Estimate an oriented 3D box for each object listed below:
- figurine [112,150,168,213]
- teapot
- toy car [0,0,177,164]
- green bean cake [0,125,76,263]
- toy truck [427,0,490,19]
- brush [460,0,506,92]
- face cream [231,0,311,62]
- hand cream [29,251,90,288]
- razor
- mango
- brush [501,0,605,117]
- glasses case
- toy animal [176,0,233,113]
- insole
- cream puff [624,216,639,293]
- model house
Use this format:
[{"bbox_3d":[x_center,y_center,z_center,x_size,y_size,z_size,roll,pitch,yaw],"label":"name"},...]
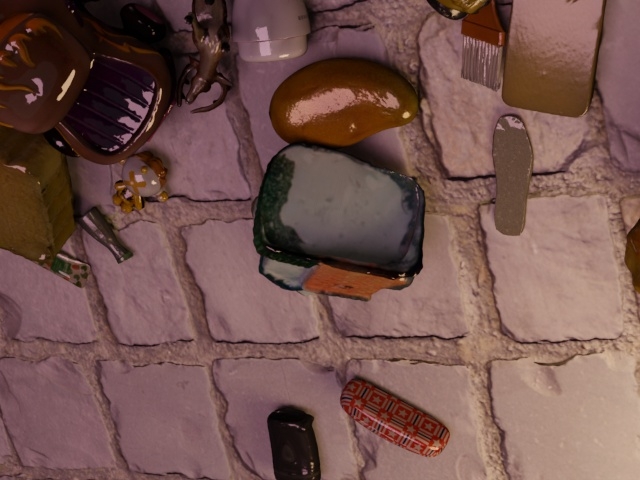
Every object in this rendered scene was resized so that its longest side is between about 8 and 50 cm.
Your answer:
[{"bbox_3d":[-0.311,-0.097,1.968,0.143,0.068,0.101,-12,115,42],"label":"figurine"},{"bbox_3d":[-0.374,-0.006,2.056,0.043,0.043,0.110,-34,100,33],"label":"teapot"},{"bbox_3d":[-0.372,-0.244,1.758,0.341,0.240,0.271,29,107,-24],"label":"toy car"},{"bbox_3d":[-0.537,-0.096,2.003,0.233,0.124,0.236,15,138,14],"label":"green bean cake"},{"bbox_3d":[0.141,-0.401,1.524,0.147,0.165,0.224,-47,60,34],"label":"toy truck"},{"bbox_3d":[0.228,-0.363,1.598,0.090,0.017,0.314,32,127,49],"label":"brush"},{"bbox_3d":[-0.074,-0.316,1.718,0.117,0.117,0.104,0,106,24],"label":"face cream"},{"bbox_3d":[-0.497,0.031,2.138,0.165,0.037,0.057,28,123,2],"label":"hand cream"},{"bbox_3d":[-0.047,0.367,2.087,0.090,0.054,0.148,2,115,23],"label":"razor"},{"bbox_3d":[0.033,-0.203,1.741,0.227,0.099,0.136,-6,108,18],"label":"mango"},{"bbox_3d":[0.318,-0.272,1.598,0.123,0.059,0.197,11,120,16],"label":"brush"},{"bbox_3d":[0.120,0.303,1.969,0.194,0.073,0.049,28,131,9],"label":"glasses case"},{"bbox_3d":[-0.162,-0.312,1.733,0.087,0.260,0.243,7,92,-5],"label":"toy animal"},{"bbox_3d":[0.282,-0.094,1.733,0.063,0.010,0.192,8,119,21],"label":"insole"},{"bbox_3d":[0.553,-0.003,1.568,0.282,0.185,0.282,3,95,40],"label":"cream puff"},{"bbox_3d":[0.000,0.000,1.832,0.253,0.184,0.291,11,157,-13],"label":"model house"}]
